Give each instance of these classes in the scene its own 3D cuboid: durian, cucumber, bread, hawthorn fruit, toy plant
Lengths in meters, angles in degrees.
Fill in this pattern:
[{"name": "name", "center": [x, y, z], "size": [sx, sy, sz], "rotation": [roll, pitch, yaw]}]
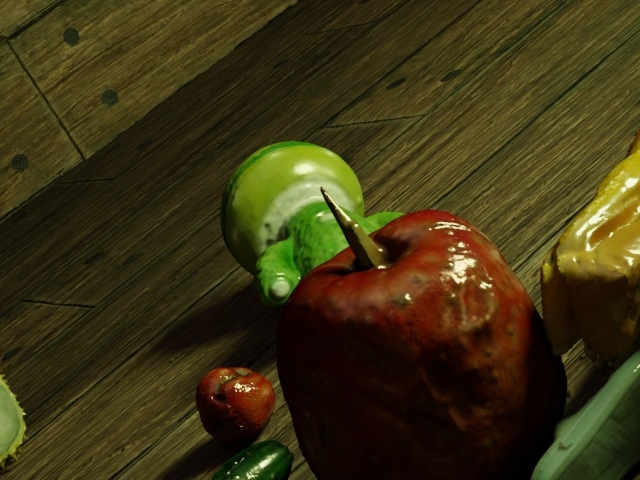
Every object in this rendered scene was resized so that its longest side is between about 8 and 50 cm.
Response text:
[{"name": "durian", "center": [-0.466, 0.241, 2.173], "size": [0.144, 0.139, 0.252], "rotation": [-25, 19, 34]}, {"name": "cucumber", "center": [-0.107, 0.274, 1.611], "size": [0.227, 0.069, 0.069], "rotation": [-44, 21, -28]}, {"name": "bread", "center": [0.296, 0.001, 1.509], "size": [0.109, 0.185, 0.380], "rotation": [15, 37, 24]}, {"name": "hawthorn fruit", "center": [0.085, 0.111, 1.443], "size": [0.258, 0.262, 0.258], "rotation": [0, 45, 0]}, {"name": "toy plant", "center": [0.000, 0.000, 2.032], "size": [0.224, 0.184, 0.316], "rotation": [-17, 24, -18]}, {"name": "hawthorn fruit", "center": [-0.090, 0.174, 1.827], "size": [0.093, 0.093, 0.093], "rotation": [-28, 18, 10]}]

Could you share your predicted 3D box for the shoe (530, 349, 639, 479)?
[{"name": "shoe", "center": [0.222, 0.156, 1.365], "size": [0.078, 0.079, 0.195], "rotation": [4, 42, 49]}]
